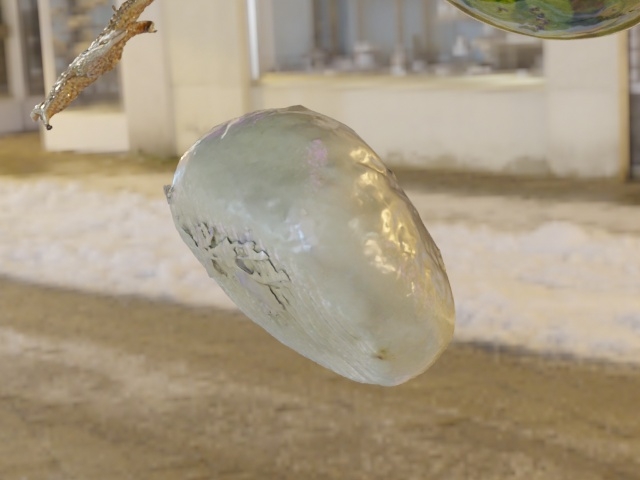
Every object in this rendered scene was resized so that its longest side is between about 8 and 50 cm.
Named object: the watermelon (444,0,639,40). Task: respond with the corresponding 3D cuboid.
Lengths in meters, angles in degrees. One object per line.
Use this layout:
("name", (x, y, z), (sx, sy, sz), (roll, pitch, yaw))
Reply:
("watermelon", (0.182, -0.293, 1.104), (0.285, 0.285, 0.285), (-3, 10, 1))

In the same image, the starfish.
("starfish", (-0.230, -0.214, 1.569), (0.231, 0.048, 0.295), (-49, 9, -24))

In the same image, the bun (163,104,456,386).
("bun", (0.001, -0.002, 1.220), (0.168, 0.273, 0.273), (-46, 27, -17))
